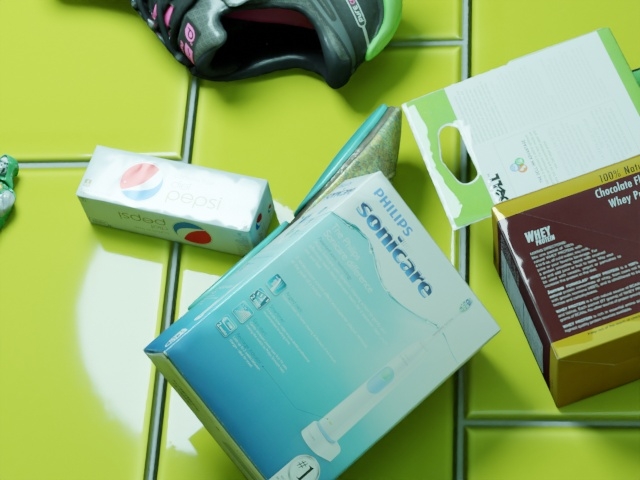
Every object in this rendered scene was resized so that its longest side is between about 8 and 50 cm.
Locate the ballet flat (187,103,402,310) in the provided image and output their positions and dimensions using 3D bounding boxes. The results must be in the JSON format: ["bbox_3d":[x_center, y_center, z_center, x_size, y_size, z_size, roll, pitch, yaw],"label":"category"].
[{"bbox_3d":[0.000,0.000,1.770,0.123,0.123,0.348,35,71,23],"label":"ballet flat"}]

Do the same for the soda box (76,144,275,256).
[{"bbox_3d":[-0.167,-0.045,1.833,0.216,0.069,0.074,12,63,13],"label":"soda box"}]

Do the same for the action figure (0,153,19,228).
[{"bbox_3d":[-0.432,-0.012,1.858,0.137,0.063,0.232,25,64,23],"label":"action figure"}]

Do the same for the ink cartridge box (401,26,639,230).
[{"bbox_3d":[0.244,-0.108,1.799,0.255,0.097,0.189,-20,61,0],"label":"ink cartridge box"}]

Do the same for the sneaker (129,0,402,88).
[{"bbox_3d":[-0.146,-0.308,1.912,0.482,0.185,0.202,15,60,16],"label":"sneaker"}]

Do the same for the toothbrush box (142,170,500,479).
[{"bbox_3d":[0.002,0.102,1.641,0.295,0.126,0.216,-41,99,-13],"label":"toothbrush box"}]

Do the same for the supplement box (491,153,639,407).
[{"bbox_3d":[0.304,0.040,1.687,0.191,0.129,0.194,-19,61,-3],"label":"supplement box"}]

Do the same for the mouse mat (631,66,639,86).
[{"bbox_3d":[0.460,-0.164,1.851,0.189,0.007,0.153,-18,60,-4],"label":"mouse mat"}]
